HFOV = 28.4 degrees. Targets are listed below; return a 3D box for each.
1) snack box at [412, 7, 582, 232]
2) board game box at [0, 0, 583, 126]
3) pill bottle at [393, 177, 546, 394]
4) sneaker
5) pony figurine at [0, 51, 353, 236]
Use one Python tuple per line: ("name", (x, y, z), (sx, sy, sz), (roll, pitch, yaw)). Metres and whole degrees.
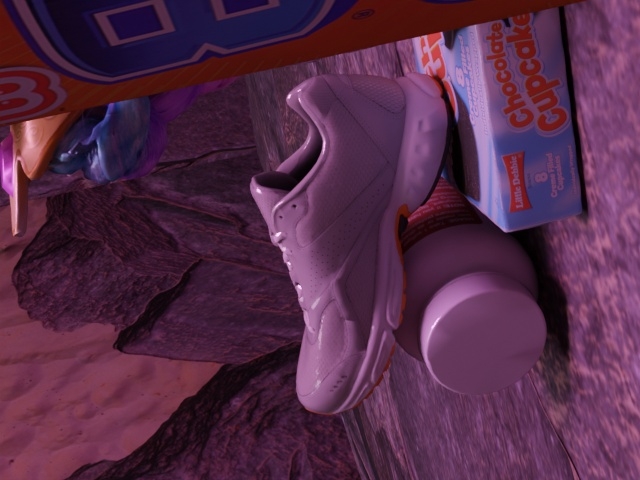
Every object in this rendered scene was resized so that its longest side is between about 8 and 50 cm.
("snack box", (0.099, -0.184, 0.843), (0.187, 0.060, 0.322), (-121, 19, -72))
("board game box", (-0.019, -0.275, 0.334), (0.356, 0.357, 0.356), (103, 154, -77))
("pill bottle", (0.097, 0.023, 0.991), (0.216, 0.121, 0.121), (-111, 11, -59))
("sneaker", (0.000, 0.000, 0.903), (0.099, 0.121, 0.262), (-129, 48, -64))
("pony figurine", (-0.061, -0.202, 0.631), (0.303, 0.351, 0.363), (-26, 78, 62))
